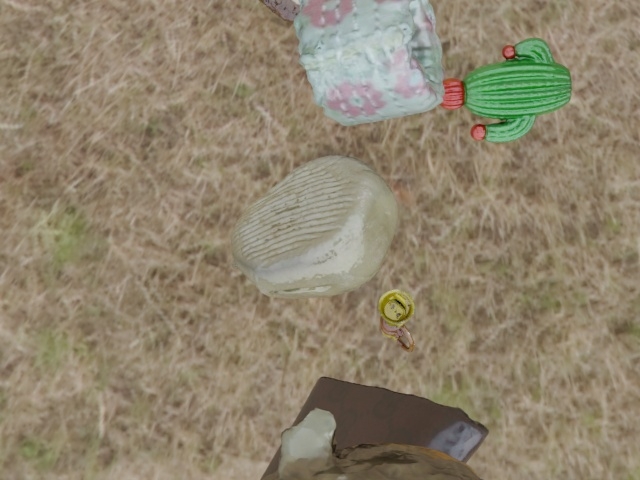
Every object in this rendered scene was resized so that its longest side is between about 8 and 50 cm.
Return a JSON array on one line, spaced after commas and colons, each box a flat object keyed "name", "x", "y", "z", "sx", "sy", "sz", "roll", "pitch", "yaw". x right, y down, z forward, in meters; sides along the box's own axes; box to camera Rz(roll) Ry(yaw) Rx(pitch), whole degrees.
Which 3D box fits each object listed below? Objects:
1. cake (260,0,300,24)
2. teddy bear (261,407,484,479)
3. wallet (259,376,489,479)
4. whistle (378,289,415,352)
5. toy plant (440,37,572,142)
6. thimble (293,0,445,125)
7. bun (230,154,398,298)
[{"name": "cake", "x": 0.002, "y": -0.365, "z": 1.422, "sx": 0.135, "sy": 0.246, "sz": 0.112, "roll": 46, "pitch": 114, "yaw": 22}, {"name": "teddy bear", "x": 0.032, "y": 0.147, "z": 0.419, "sx": 0.177, "sy": 0.140, "sz": 0.190, "roll": -30, "pitch": 156, "yaw": 4}, {"name": "wallet", "x": -0.001, "y": 0.205, "z": 0.708, "sx": 0.049, "sy": 0.182, "sz": 0.229, "roll": 45, "pitch": 68, "yaw": -26}, {"name": "whistle", "x": 0.103, "y": 0.107, "z": 1.312, "sx": 0.057, "sy": 0.046, "sz": 0.109, "roll": 23, "pitch": 158, "yaw": 14}, {"name": "toy plant", "x": 0.311, "y": -0.244, "z": 1.733, "sx": 0.240, "sy": 0.088, "sz": 0.154, "roll": -29, "pitch": 105, "yaw": 4}, {"name": "thimble", "x": 0.061, "y": -0.237, "z": 1.246, "sx": 0.149, "sy": 0.211, "sz": 0.185, "roll": -10, "pitch": 102, "yaw": 18}, {"name": "bun", "x": 0.000, "y": 0.000, "z": 1.031, "sx": 0.173, "sy": 0.166, "sz": 0.113, "roll": 6, "pitch": 145, "yaw": 45}]
